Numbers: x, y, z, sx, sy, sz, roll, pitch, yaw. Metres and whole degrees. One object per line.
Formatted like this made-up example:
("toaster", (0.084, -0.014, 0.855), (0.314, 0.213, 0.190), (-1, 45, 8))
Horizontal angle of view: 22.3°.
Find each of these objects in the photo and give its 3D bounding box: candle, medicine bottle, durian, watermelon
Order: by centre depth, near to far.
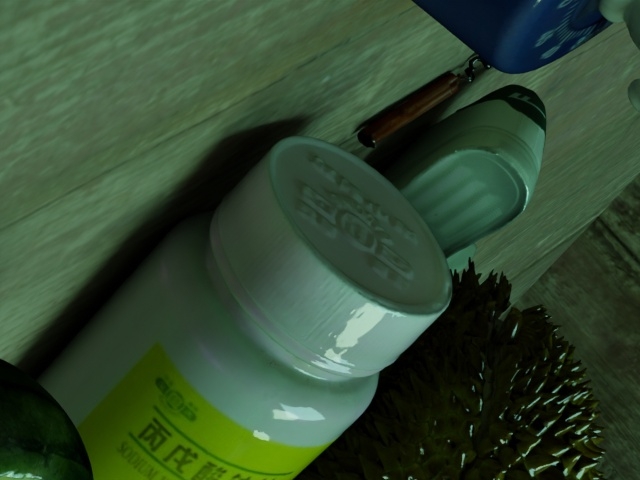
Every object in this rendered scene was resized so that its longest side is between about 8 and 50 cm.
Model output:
("watermelon", (-0.251, 0.132, 1.043), (0.204, 0.127, 0.232), (-20, 161, 35))
("medicine bottle", (-0.084, 0.106, 1.317), (0.378, 0.213, 0.213), (-47, 167, 28))
("durian", (0.086, 0.216, 1.488), (0.347, 0.347, 0.384), (-21, 144, -60))
("candle", (0.096, -0.129, 1.489), (0.167, 0.021, 0.026), (-35, -166, -32))

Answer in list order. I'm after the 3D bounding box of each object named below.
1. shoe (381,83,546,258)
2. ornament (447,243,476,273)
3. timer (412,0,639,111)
("shoe", (0.099, -0.033, 1.664), (0.363, 0.132, 0.160), (-40, -167, 43))
("ornament", (0.095, 0.034, 1.854), (0.120, 0.130, 0.285), (-48, 177, -45))
("timer", (0.240, -0.138, 0.978), (0.270, 0.383, 0.270), (-39, 169, -9))
